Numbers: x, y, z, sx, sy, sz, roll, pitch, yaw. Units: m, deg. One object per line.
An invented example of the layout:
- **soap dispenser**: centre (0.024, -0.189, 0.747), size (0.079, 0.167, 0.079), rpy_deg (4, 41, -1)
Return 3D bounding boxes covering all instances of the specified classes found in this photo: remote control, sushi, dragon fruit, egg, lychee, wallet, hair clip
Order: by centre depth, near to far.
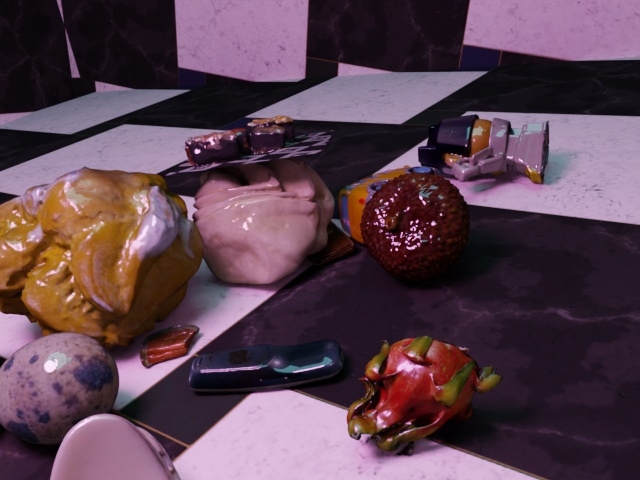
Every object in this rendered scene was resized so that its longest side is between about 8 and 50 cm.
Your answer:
- **hair clip**: centre (-0.198, 0.293, 0.646), size (0.172, 0.113, 0.282), rpy_deg (-14, 54, -16)
- **dragon fruit**: centre (0.109, 0.185, 0.781), size (0.175, 0.138, 0.142), rpy_deg (-44, 14, -20)
- **egg**: centre (-0.353, 0.197, 0.873), size (0.181, 0.141, 0.141), rpy_deg (-20, 21, 20)
- **remote control**: centre (-0.078, 0.176, 0.929), size (0.222, 0.042, 0.072), rpy_deg (-8, 27, 5)
- **lychee**: centre (0.161, -0.022, 1.110), size (0.194, 0.194, 0.194), rpy_deg (-8, 25, 4)
- **sushi**: centre (-0.124, -0.194, 1.238), size (0.292, 0.059, 0.294), rpy_deg (-8, 15, 4)
- **wallet**: centre (0.000, 0.000, 1.300), size (0.095, 0.026, 0.176), rpy_deg (-22, 25, -12)

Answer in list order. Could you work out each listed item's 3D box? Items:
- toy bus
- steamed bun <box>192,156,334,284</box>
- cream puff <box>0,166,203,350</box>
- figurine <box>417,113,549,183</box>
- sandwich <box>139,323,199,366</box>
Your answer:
- **toy bus**: centre (0.134, -0.072, 1.283), size (0.209, 0.126, 0.136), rpy_deg (-24, 28, -34)
- **steamed bun**: centre (-0.117, -0.070, 1.253), size (0.276, 0.203, 0.289), rpy_deg (1, 33, 36)
- **cream puff**: centre (-0.367, 0.046, 1.088), size (0.378, 0.276, 0.378), rpy_deg (-17, -4, -1)
- **figurine**: centre (0.365, -0.208, 1.480), size (0.308, 0.143, 0.308), rpy_deg (5, 12, -1)
- **sandwich**: centre (-0.237, 0.160, 1.040), size (0.101, 0.026, 0.069), rpy_deg (-17, 25, -17)
